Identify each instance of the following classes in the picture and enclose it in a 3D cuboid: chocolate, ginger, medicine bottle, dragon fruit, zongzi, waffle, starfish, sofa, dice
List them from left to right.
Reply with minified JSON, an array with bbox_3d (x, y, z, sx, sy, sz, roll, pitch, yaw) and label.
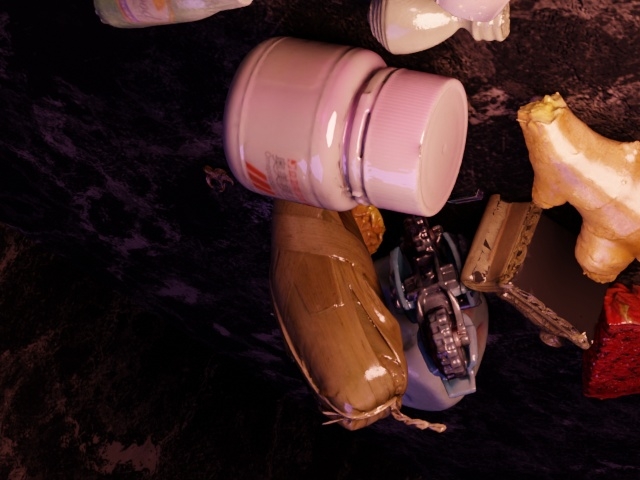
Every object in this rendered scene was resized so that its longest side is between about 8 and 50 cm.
[{"bbox_3d":[-0.225,-0.386,1.524,0.291,0.110,0.110,7,152,35],"label":"chocolate"},{"bbox_3d":[-0.231,-0.143,2.186,0.078,0.028,0.091,27,157,-20],"label":"starfish"},{"bbox_3d":[0.022,0.090,1.779,0.500,0.218,0.467,-120,13,-51],"label":"zongzi"},{"bbox_3d":[0.041,-0.005,2.050,0.249,0.056,0.253,39,131,-12],"label":"waffle"},{"bbox_3d":[0.041,-0.169,1.506,0.325,0.256,0.256,14,156,22],"label":"medicine bottle"},{"bbox_3d":[0.204,0.206,2.174,0.265,0.268,0.262,13,156,31],"label":"dice"},{"bbox_3d":[0.377,0.060,1.741,0.258,0.200,0.182,34,155,-24],"label":"sofa"},{"bbox_3d":[0.440,-0.064,1.459,0.375,0.166,0.236,32,145,9],"label":"ginger"},{"bbox_3d":[0.607,0.169,1.840,0.205,0.152,0.317,2,146,5],"label":"dragon fruit"}]

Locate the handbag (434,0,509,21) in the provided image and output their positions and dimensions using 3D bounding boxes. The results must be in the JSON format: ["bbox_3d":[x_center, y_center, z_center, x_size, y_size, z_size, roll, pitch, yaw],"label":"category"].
[{"bbox_3d":[0.193,-0.340,1.178,0.117,0.095,0.173,32,151,0],"label":"handbag"}]

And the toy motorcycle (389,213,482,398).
[{"bbox_3d":[0.229,0.120,1.822,0.172,0.416,0.232,-19,127,8],"label":"toy motorcycle"}]

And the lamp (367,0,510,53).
[{"bbox_3d":[0.155,-0.299,1.304,0.193,0.106,0.106,8,154,19],"label":"lamp"}]

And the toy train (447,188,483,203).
[{"bbox_3d":[0.264,-0.079,1.792,0.017,0.017,0.083,29,160,-29],"label":"toy train"}]

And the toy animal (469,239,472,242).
[{"bbox_3d":[0.369,0.065,1.916,0.253,0.079,0.070,16,168,26],"label":"toy animal"}]
